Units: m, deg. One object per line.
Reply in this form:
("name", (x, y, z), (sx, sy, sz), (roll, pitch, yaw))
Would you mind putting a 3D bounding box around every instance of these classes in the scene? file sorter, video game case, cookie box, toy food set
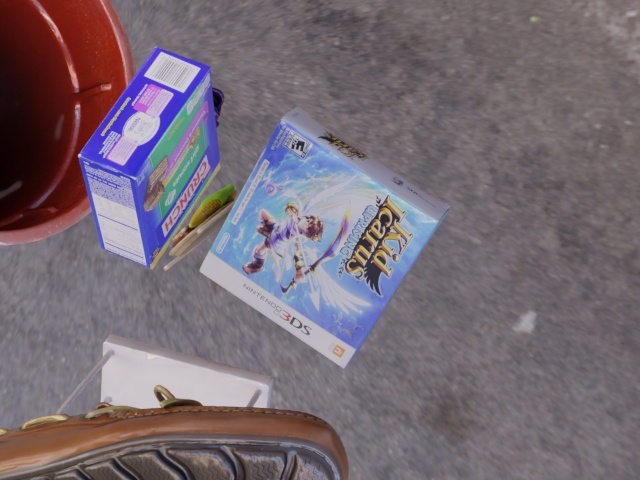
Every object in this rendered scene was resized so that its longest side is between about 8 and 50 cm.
("file sorter", (-0.181, 0.281, 1.394), (0.193, 0.173, 0.277), (14, 120, 11))
("video game case", (0.000, 0.000, 1.706), (0.244, 0.061, 0.269), (33, 119, 5))
("cookie box", (-0.101, -0.048, 0.782), (0.040, 0.107, 0.091), (24, 62, 12))
("toy food set", (-0.172, -0.027, 1.845), (0.132, 0.192, 0.038), (-40, 90, -31))

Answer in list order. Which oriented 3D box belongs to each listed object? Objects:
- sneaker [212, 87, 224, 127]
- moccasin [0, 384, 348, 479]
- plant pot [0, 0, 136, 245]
("sneaker", (-0.162, -0.166, 1.636), (0.098, 0.223, 0.083), (-27, 114, 8))
("moccasin", (-0.155, 0.193, 1.055), (0.380, 0.147, 0.139), (-16, 111, 24))
("plant pot", (-0.340, -0.113, 1.086), (0.272, 0.265, 0.272), (9, 76, -40))
